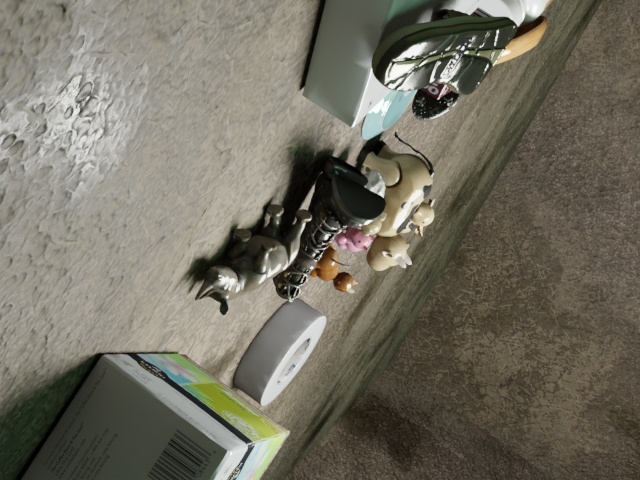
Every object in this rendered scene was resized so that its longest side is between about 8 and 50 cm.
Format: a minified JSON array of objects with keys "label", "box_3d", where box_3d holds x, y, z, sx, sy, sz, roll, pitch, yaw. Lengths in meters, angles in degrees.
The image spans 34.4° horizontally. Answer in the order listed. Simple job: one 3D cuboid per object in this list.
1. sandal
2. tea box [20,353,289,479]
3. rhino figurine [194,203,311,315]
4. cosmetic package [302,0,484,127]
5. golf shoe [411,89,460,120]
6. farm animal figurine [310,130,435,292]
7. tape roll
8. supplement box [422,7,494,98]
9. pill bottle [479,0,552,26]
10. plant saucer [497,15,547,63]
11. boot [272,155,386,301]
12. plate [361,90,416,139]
[{"label":"sandal","box_3d":[0.160,-0.258,1.337,0.303,0.086,0.120,-9,141,-52]},{"label":"tea box","box_3d":[-0.249,0.350,1.440,0.329,0.220,0.323,-56,168,3]},{"label":"rhino figurine","box_3d":[-0.106,0.034,1.515,0.243,0.073,0.106,-38,156,-49]},{"label":"cosmetic package","box_3d":[0.139,-0.362,1.369,0.377,0.097,0.284,-46,162,-35]},{"label":"golf shoe","box_3d":[0.240,-0.284,1.972,0.198,0.077,0.094,-49,166,-24]},{"label":"farm animal figurine","box_3d":[0.124,-0.043,1.930,0.330,0.172,0.326,-43,162,-45]},{"label":"tape roll","box_3d":[-0.080,0.222,2.072,0.219,0.072,0.219,-52,167,-17]},{"label":"supplement box","box_3d":[0.193,-0.311,1.615,0.239,0.130,0.073,-37,158,-53]},{"label":"pill bottle","box_3d":[0.351,-0.455,1.830,0.229,0.131,0.131,-48,165,-31]},{"label":"plant saucer","box_3d":[0.316,-0.354,1.874,0.200,0.037,0.200,-20,-162,7]},{"label":"boot","box_3d":[0.000,0.000,1.631,0.229,0.091,0.263,-60,-166,14]},{"label":"plate","box_3d":[0.133,-0.250,1.788,0.188,0.024,0.188,-51,165,-19]}]
